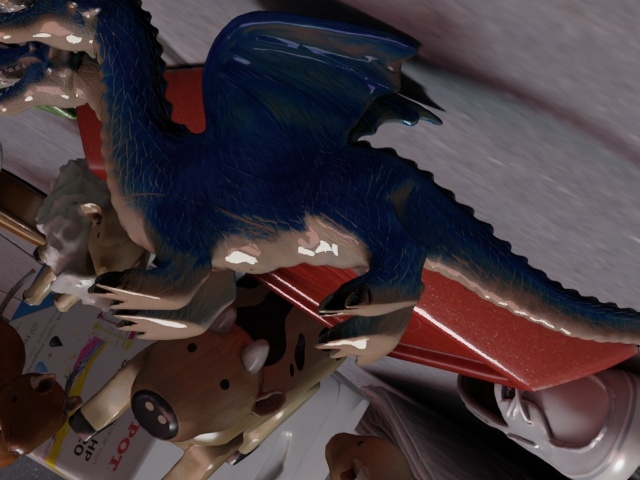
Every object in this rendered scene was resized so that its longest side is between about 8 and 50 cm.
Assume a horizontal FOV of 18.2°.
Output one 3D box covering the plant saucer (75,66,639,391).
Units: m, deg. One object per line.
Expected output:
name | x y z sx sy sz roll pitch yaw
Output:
plant saucer | 0.000 0.000 1.045 0.258 0.047 0.259 34 169 -22

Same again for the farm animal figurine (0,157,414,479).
farm animal figurine | -0.053 0.107 1.162 0.330 0.172 0.326 40 -150 -10

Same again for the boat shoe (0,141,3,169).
boat shoe | -0.327 -0.117 1.227 0.305 0.109 0.091 36 174 -14

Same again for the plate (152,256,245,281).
plate | -0.070 0.033 1.486 0.188 0.024 0.188 30 171 5

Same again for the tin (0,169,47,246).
tin | -0.296 -0.047 1.713 0.190 0.040 0.106 27 166 17

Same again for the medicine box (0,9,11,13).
medicine box | -0.257 -0.155 0.703 0.263 0.149 0.289 29 171 5

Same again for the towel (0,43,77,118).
towel | -0.215 -0.121 1.154 0.152 0.023 0.113 34 172 -33

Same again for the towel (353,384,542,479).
towel | 0.185 0.250 1.512 0.332 0.053 0.317 33 -172 -17

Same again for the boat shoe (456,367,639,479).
boat shoe | 0.123 0.086 1.077 0.063 0.066 0.184 21 -177 -15

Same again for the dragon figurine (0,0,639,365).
dragon figurine | -0.003 -0.034 0.750 0.289 0.144 0.085 4 164 11

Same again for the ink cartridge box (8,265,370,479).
ink cartridge box | -0.120 0.124 1.517 0.233 0.171 0.168 19 165 48
